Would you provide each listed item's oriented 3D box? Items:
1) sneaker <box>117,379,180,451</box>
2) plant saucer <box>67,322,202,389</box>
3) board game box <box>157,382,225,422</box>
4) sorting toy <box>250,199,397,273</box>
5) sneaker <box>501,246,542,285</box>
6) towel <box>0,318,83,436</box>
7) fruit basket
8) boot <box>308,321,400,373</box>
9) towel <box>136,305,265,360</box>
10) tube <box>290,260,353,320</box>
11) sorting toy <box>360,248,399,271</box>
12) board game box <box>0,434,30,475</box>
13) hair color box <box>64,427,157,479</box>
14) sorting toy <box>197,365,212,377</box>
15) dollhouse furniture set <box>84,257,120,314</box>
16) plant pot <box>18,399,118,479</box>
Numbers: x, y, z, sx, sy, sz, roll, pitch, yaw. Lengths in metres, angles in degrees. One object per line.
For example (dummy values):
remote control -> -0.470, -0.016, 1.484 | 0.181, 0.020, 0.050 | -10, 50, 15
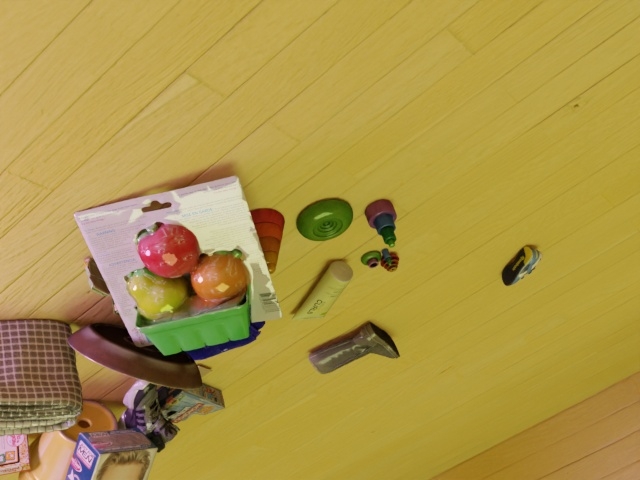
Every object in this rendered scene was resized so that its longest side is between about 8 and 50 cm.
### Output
sneaker -> -0.434, 0.454, 2.103 | 0.101, 0.153, 0.268 | -47, 167, -48
plant saucer -> -0.402, 0.249, 1.787 | 0.311, 0.311, 0.050 | 21, 91, -44
board game box -> -0.374, 0.454, 2.241 | 0.194, 0.060, 0.194 | -39, 141, 27
sorting toy -> 0.000, 0.000, 1.711 | 0.366, 0.126, 0.127 | -8, 145, -14
sneaker -> 0.537, 0.073, 2.143 | 0.059, 0.053, 0.144 | 1, 143, -30
towel -> -0.658, 0.282, 1.701 | 0.284, 0.235, 0.121 | 6, 136, -33
fruit basket -> -0.274, 0.049, 1.616 | 0.327, 0.165, 0.352 | -13, 118, 4
boot -> 0.098, 0.324, 2.270 | 0.209, 0.076, 0.190 | -37, 129, 14
towel -> -0.279, 0.186, 1.888 | 0.228, 0.076, 0.308 | -23, 146, 6
tube -> 0.009, 0.138, 1.978 | 0.070, 0.062, 0.240 | 33, 139, -1
sorting toy -> 0.150, 0.054, 1.935 | 0.102, 0.042, 0.061 | 2, 141, -28
board game box -> -0.841, 0.524, 2.037 | 0.194, 0.146, 0.045 | -7, 144, -17
hair color box -> -0.552, 0.650, 2.014 | 0.174, 0.105, 0.347 | 7, 106, -47
sorting toy -> -0.337, 0.350, 2.152 | 0.062, 0.012, 0.083 | -31, 146, 19
dollhouse furniture set -> -0.452, 0.101, 1.681 | 0.059, 0.076, 0.152 | -30, 146, 15
plant pot -> -0.642, 0.557, 2.119 | 0.254, 0.254, 0.239 | 5, 124, -31
